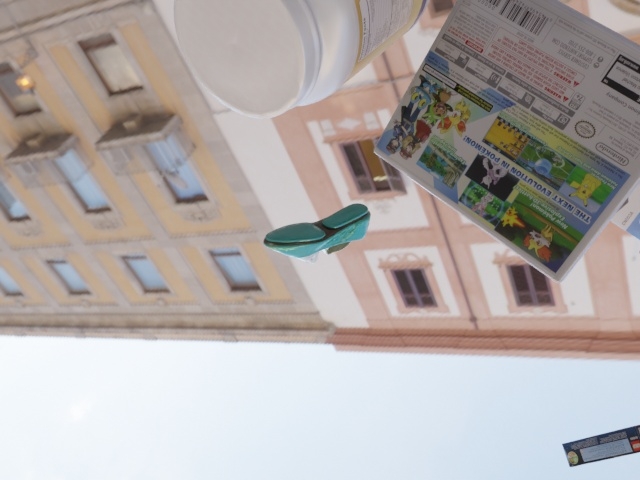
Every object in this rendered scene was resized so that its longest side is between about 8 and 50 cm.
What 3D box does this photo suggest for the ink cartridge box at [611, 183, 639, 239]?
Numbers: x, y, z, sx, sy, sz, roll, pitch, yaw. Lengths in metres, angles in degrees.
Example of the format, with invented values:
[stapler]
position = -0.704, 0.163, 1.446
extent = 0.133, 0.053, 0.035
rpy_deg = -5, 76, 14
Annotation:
[ink cartridge box]
position = 0.589, -0.166, 1.281
extent = 0.307, 0.223, 0.129
rpy_deg = 39, -125, 21

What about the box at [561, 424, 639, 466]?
[box]
position = 0.580, 0.359, 1.211
extent = 0.159, 0.233, 0.044
rpy_deg = -42, -125, 49

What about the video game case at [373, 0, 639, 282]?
[video game case]
position = 0.269, -0.157, 0.888
extent = 0.329, 0.300, 0.036
rpy_deg = 39, -154, 20

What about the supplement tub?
[supplement tub]
position = -0.014, -0.316, 0.869
extent = 0.228, 0.228, 0.316
rpy_deg = 6, -141, 38

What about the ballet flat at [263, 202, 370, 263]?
[ballet flat]
position = 0.000, 0.000, 1.335
extent = 0.247, 0.087, 0.083
rpy_deg = -20, -146, -30
